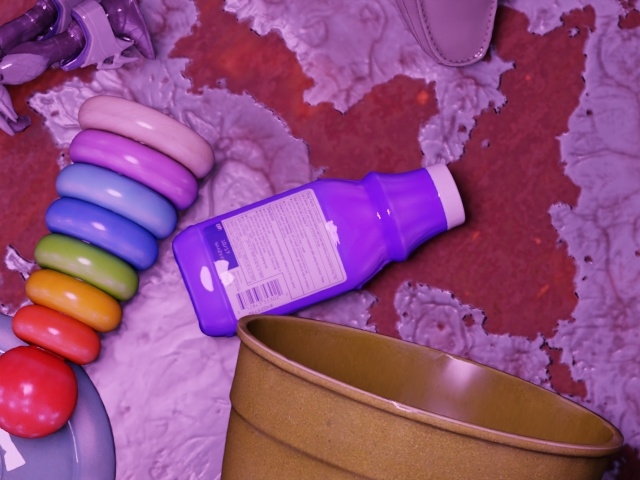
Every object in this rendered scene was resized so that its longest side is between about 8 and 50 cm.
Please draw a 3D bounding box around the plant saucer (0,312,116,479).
[{"bbox_3d":[-0.359,0.222,1.914,0.318,0.044,0.317,0,85,-4],"label":"plant saucer"}]

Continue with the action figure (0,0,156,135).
[{"bbox_3d":[-0.310,-0.169,1.891,0.285,0.099,0.185,-29,43,-18],"label":"action figure"}]

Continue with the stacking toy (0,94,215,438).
[{"bbox_3d":[-0.224,0.034,1.874,0.141,0.141,0.330,23,78,-2],"label":"stacking toy"}]

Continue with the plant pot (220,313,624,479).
[{"bbox_3d":[0.052,0.291,1.806,0.367,0.366,0.353,16,96,-2],"label":"plant pot"}]

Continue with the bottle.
[{"bbox_3d":[0.000,0.000,1.930,0.283,0.092,0.118,-21,85,-5],"label":"bottle"}]

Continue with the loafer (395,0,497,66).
[{"bbox_3d":[0.122,-0.297,1.883,0.112,0.111,0.319,-21,128,-10],"label":"loafer"}]
